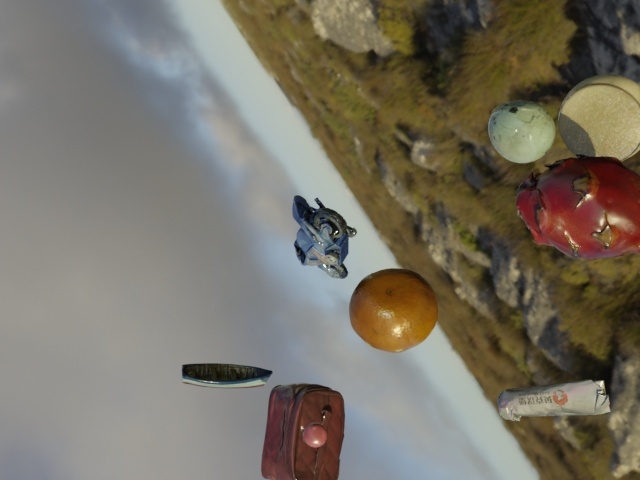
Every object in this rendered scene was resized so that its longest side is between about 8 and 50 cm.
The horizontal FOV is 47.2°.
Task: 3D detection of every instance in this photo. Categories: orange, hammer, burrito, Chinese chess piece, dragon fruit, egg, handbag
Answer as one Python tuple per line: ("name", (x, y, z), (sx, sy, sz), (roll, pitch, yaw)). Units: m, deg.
("orange", (0.127, 0.123, 1.273), (0.124, 0.156, 0.156), (72, 171, -48))
("hammer", (-0.010, 0.316, 1.190), (0.043, 0.043, 0.083), (57, 171, 9))
("burrito", (0.400, 0.277, 1.263), (0.064, 0.203, 0.064), (26, -124, -47))
("Chinese chess piece", (0.385, -0.164, 0.992), (0.122, 0.122, 0.051), (56, -137, -7))
("dragon fruit", (0.347, -0.016, 0.847), (0.246, 0.125, 0.125), (37, -151, 26))
("egg", (0.412, -0.234, 1.524), (0.131, 0.131, 0.164), (52, -178, -46))
("handbag", (-0.034, 0.422, 1.584), (0.147, 0.135, 0.224), (18, -106, -39))

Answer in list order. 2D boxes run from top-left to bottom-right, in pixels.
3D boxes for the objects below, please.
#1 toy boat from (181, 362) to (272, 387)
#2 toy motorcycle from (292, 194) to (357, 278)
("toy boat", (-0.236, 0.344, 1.850), (0.080, 0.229, 0.045), (-115, 33, -62))
("toy motorcycle", (0.000, 0.000, 1.332), (0.114, 0.076, 0.205), (23, 150, 18))
